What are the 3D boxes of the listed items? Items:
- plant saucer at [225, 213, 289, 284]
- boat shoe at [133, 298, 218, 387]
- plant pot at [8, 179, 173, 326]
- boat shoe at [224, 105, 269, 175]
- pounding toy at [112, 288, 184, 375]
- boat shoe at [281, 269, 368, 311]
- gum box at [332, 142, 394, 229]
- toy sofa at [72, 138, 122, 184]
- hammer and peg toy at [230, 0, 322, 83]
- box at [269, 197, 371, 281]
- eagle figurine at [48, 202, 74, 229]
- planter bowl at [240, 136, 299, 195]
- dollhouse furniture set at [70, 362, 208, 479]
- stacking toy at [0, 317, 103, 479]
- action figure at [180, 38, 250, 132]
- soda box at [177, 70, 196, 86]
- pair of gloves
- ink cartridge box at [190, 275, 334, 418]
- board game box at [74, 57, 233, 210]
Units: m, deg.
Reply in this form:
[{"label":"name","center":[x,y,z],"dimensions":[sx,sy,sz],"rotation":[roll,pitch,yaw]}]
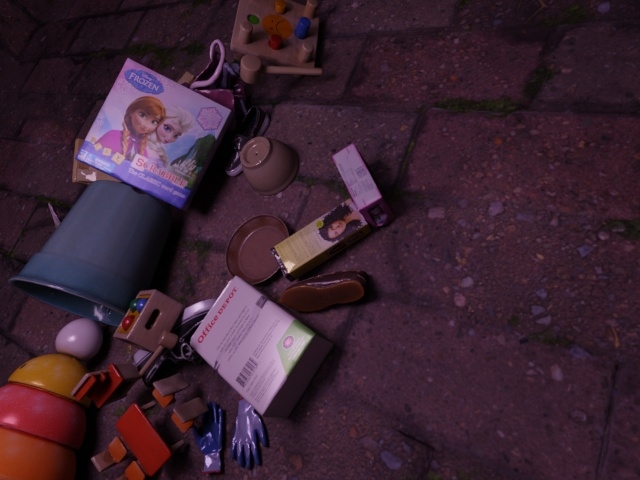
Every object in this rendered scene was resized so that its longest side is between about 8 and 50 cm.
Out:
[{"label":"plant saucer","center":[-0.162,0.026,1.153],"dimensions":[0.198,0.036,0.198],"rotation":[-12,62,23]},{"label":"boat shoe","center":[-0.351,0.265,1.099],"dimensions":[0.306,0.113,0.105],"rotation":[-37,63,12]},{"label":"plant pot","center":[-0.600,0.035,1.224],"dimensions":[0.341,0.341,0.334],"rotation":[2,60,28]},{"label":"boat shoe","center":[-0.235,-0.307,1.318],"dimensions":[0.080,0.076,0.228],"rotation":[27,82,34]},{"label":"pounding toy","center":[-0.407,0.210,1.010],"dimensions":[0.206,0.094,0.181],"rotation":[-11,48,51]},{"label":"boat shoe","center":[0.012,0.113,1.008],"dimensions":[0.207,0.073,0.073],"rotation":[-9,26,20]},{"label":"gum box","center":[0.105,-0.126,1.038],"dimensions":[0.062,0.107,0.188],"rotation":[-30,57,13]},{"label":"toy sofa","center":[-0.615,-0.253,1.410],"dimensions":[0.362,0.177,0.150],"rotation":[1,88,29]},{"label":"hammer and peg toy","center":[-0.130,-0.590,1.304],"dimensions":[0.266,0.127,0.361],"rotation":[10,67,-16]},{"label":"box","center":[0.000,0.000,1.044],"dimensions":[0.232,0.058,0.087],"rotation":[-34,65,3]},{"label":"eagle figurine","center":[-0.795,0.049,1.385],"dimensions":[0.225,0.226,0.298],"rotation":[23,75,15]},{"label":"planter bowl","center":[-0.157,-0.222,1.219],"dimensions":[0.162,0.109,0.162],"rotation":[-11,63,24]},{"label":"dollhouse furniture set","center":[-0.440,0.416,1.006],"dimensions":[0.259,0.135,0.262],"rotation":[44,100,17]},{"label":"stacking toy","center":[-0.730,0.428,1.147],"dimensions":[0.350,0.350,0.480],"rotation":[-6,50,25]},{"label":"action figure","center":[-0.416,-0.417,1.361],"dimensions":[0.370,0.276,0.248],"rotation":[-7,70,10]},{"label":"soda box","center":[-0.508,-0.517,1.569],"dimensions":[0.181,0.058,0.061],"rotation":[-50,55,0]},{"label":"pair of gloves","center":[-0.211,0.444,0.998],"dimensions":[0.198,0.023,0.159],"rotation":[-20,58,18]},{"label":"ink cartridge box","center":[-0.139,0.237,0.996],"dimensions":[0.273,0.115,0.198],"rotation":[30,83,34]},{"label":"board game box","center":[-0.460,-0.294,1.226],"dimensions":[0.319,0.066,0.318],"rotation":[25,86,-6]}]
